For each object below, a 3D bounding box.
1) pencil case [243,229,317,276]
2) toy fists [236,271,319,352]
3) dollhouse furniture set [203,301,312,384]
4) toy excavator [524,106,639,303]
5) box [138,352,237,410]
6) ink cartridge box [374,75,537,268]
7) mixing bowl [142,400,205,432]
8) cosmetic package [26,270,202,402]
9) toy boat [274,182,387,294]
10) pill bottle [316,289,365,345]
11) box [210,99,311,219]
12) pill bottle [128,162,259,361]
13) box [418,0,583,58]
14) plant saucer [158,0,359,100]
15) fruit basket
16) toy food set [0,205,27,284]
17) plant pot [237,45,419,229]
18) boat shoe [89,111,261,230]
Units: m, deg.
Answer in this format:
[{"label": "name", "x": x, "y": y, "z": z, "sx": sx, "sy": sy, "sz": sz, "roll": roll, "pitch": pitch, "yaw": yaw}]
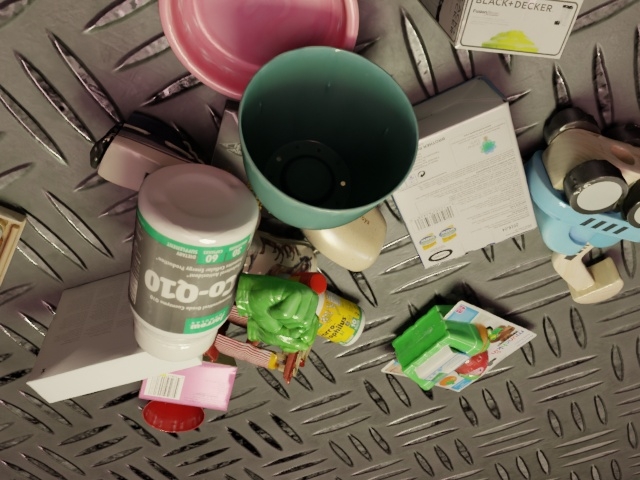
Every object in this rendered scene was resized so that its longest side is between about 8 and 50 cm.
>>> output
[{"label": "pencil case", "x": -0.209, "y": 0.025, "z": 1.207, "sx": 0.411, "sy": 0.160, "sz": 0.183, "roll": 17, "pitch": 117, "yaw": -18}, {"label": "toy fists", "x": -0.075, "y": 0.150, "z": 1.022, "sx": 0.142, "sy": 0.096, "sz": 0.279, "roll": 5, "pitch": 151, "yaw": 4}, {"label": "dollhouse furniture set", "x": -0.141, "y": 0.271, "z": 1.321, "sx": 0.201, "sy": 0.152, "sz": 0.374, "roll": 15, "pitch": 159, "yaw": 7}, {"label": "toy excavator", "x": 0.617, "y": -0.036, "z": 1.235, "sx": 0.433, "sy": 0.222, "sz": 0.445, "roll": 13, "pitch": 139, "yaw": -14}, {"label": "box", "x": -0.345, "y": 0.328, "z": 1.371, "sx": 0.214, "sy": 0.243, "sz": 0.117, "roll": 14, "pitch": 92, "yaw": -16}, {"label": "ink cartridge box", "x": 0.297, "y": -0.112, "z": 1.152, "sx": 0.270, "sy": 0.151, "sz": 0.395, "roll": -22, "pitch": 126, "yaw": 12}, {"label": "mixing bowl", "x": -0.435, "y": 0.488, "z": 1.593, "sx": 0.182, "sy": 0.098, "sz": 0.181, "roll": -2, "pitch": 128, "yaw": -3}, {"label": "cosmetic package", "x": -0.457, "y": 0.199, "z": 1.244, "sx": 0.378, "sy": 0.284, "sz": 0.097, "roll": -15, "pitch": 128, "yaw": 8}, {"label": "toy boat", "x": 0.000, "y": 0.000, "z": 1.143, "sx": 0.267, "sy": 0.318, "sz": 0.148, "roll": 45, "pitch": 145, "yaw": -24}, {"label": "pill bottle", "x": 0.005, "y": 0.189, "z": 1.384, "sx": 0.208, "sy": 0.117, "sz": 0.117, "roll": 29, "pitch": 120, "yaw": -25}, {"label": "box", "x": -0.140, "y": -0.166, "z": 1.129, "sx": 0.183, "sy": 0.056, "sz": 0.231, "roll": 13, "pitch": 126, "yaw": -16}, {"label": "pill bottle", "x": -0.250, "y": 0.054, "z": 0.988, "sx": 0.204, "sy": 0.204, "sz": 0.361, "roll": 10, "pitch": 131, "yaw": -13}, {"label": "box", "x": 0.264, "y": -0.389, "z": 0.841, "sx": 0.169, "sy": 0.290, "sz": 0.087, "roll": 3, "pitch": 128, "yaw": -8}, {"label": "plant saucer", "x": -0.101, "y": -0.390, "z": 0.902, "sx": 0.332, "sy": 0.084, "sz": 0.332, "roll": 1, "pitch": 142, "yaw": 0}, {"label": "fruit basket", "x": 0.401, "y": 0.328, "z": 1.505, "sx": 0.353, "sy": 0.165, "sz": 0.327, "roll": 27, "pitch": 121, "yaw": -28}, {"label": "toy food set", "x": -0.821, "y": 0.012, "z": 1.184, "sx": 0.220, "sy": 0.092, "sz": 0.306, "roll": 26, "pitch": 121, "yaw": -23}, {"label": "plant pot", "x": -0.004, "y": -0.149, "z": 0.940, "sx": 0.293, "sy": 0.292, "sz": 0.235, "roll": 5, "pitch": 162, "yaw": -9}, {"label": "boat shoe", "x": -0.267, "y": -0.141, "z": 1.063, "sx": 0.341, "sy": 0.158, "sz": 0.127, "roll": 29, "pitch": 125, "yaw": -19}]
